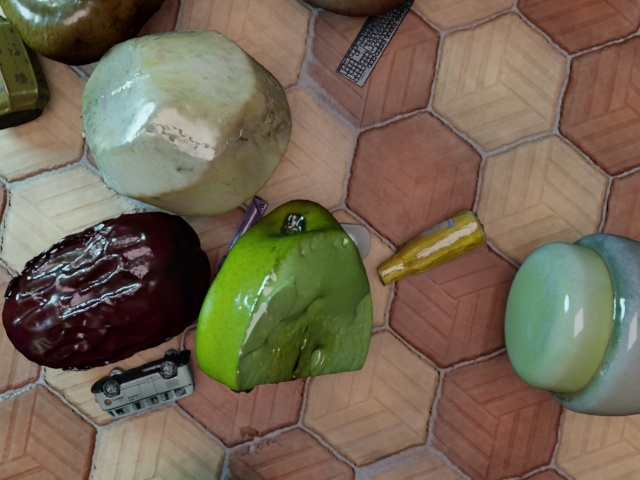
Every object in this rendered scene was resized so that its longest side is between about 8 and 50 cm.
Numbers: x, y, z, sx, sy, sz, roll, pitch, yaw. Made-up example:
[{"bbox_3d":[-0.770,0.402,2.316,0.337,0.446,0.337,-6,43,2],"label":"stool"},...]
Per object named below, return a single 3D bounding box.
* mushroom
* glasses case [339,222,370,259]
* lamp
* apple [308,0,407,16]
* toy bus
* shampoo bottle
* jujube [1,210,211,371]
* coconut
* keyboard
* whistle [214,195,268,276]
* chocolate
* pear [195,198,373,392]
[{"bbox_3d":[-0.410,-0.474,1.388,0.345,0.259,0.345,-3,55,5],"label":"mushroom"},{"bbox_3d":[0.000,0.000,1.553,0.193,0.049,0.074,4,94,-3],"label":"glasses case"},{"bbox_3d":[-0.591,-0.305,1.476,0.161,0.161,0.185,-21,88,-1],"label":"lamp"},{"bbox_3d":[0.055,-0.569,1.434,0.345,0.269,0.345,0,93,-2],"label":"apple"},{"bbox_3d":[-0.331,0.276,1.533,0.194,0.087,0.089,-18,102,-3],"label":"toy bus"},{"bbox_3d":[0.514,0.152,1.441,0.317,0.322,0.322,12,91,-13],"label":"shampoo bottle"},{"bbox_3d":[-0.370,0.089,1.455,0.377,0.258,0.258,-19,92,5],"label":"jujube"},{"bbox_3d":[-0.220,-0.195,1.414,0.353,0.352,0.352,0,91,-2],"label":"coconut"},{"bbox_3d":[0.107,-0.396,1.568,0.064,0.010,0.198,31,90,0],"label":"keyboard"},{"bbox_3d":[-0.153,-0.003,1.557,0.033,0.033,0.176,28,90,-2],"label":"whistle"},{"bbox_3d":[0.209,0.021,1.549,0.219,0.085,0.085,-30,92,0],"label":"chocolate"},{"bbox_3d":[-0.064,0.081,1.420,0.238,0.342,0.318,20,102,40],"label":"pear"}]
